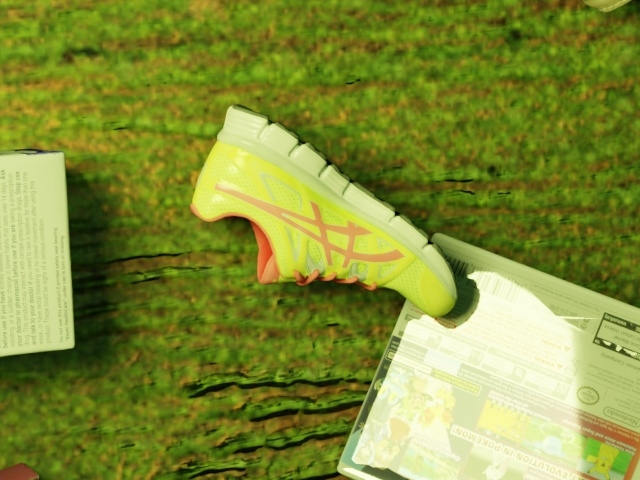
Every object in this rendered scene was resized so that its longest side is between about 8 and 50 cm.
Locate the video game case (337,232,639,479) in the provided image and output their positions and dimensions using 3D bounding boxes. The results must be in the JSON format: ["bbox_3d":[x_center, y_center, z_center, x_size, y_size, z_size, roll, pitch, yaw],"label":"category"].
[{"bbox_3d":[0.136,0.113,1.346,0.201,0.023,0.183,21,85,18],"label":"video game case"}]

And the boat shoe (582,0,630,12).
[{"bbox_3d":[0.301,-0.245,1.409,0.302,0.109,0.098,-40,108,-21],"label":"boat shoe"}]

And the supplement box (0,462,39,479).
[{"bbox_3d":[-0.202,0.193,1.260,0.055,0.043,0.083,-16,101,-20],"label":"supplement box"}]

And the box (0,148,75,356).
[{"bbox_3d":[-0.229,0.009,1.214,0.137,0.072,0.126,-5,98,-24],"label":"box"}]

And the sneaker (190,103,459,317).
[{"bbox_3d":[0.000,0.000,1.319,0.208,0.081,0.094,35,86,-15],"label":"sneaker"}]
